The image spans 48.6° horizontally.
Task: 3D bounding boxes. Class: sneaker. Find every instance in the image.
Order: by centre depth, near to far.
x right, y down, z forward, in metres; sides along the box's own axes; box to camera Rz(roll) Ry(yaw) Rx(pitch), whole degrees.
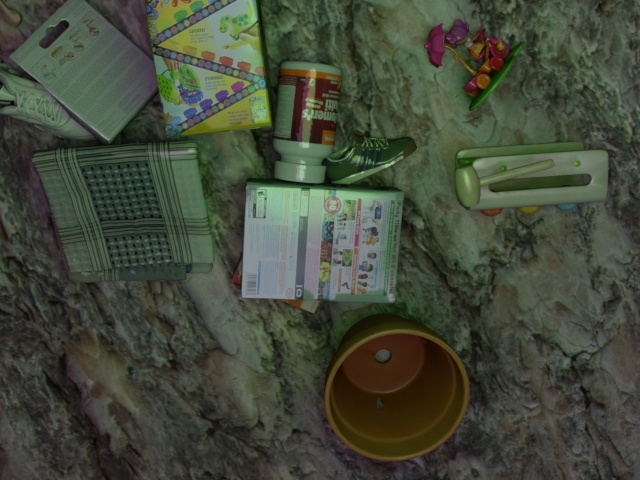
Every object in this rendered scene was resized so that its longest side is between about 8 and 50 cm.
[{"bbox_3d":[-0.539,-0.258,1.330,0.292,0.118,0.110,18,103,-11],"label":"sneaker"},{"bbox_3d":[0.092,-0.179,1.422,0.192,0.064,0.086,-25,111,7],"label":"sneaker"}]

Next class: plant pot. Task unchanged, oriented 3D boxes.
[{"bbox_3d":[0.145,0.281,1.491,0.291,0.203,0.290,-1,107,-4],"label":"plant pot"}]

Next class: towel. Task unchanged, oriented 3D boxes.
[{"bbox_3d":[-0.373,-0.042,1.384,0.312,0.056,0.324,-4,128,-3],"label":"towel"}]

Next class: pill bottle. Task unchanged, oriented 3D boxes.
[{"bbox_3d":[-0.029,-0.226,1.361,0.121,0.121,0.221,5,100,-6],"label":"pill bottle"}]

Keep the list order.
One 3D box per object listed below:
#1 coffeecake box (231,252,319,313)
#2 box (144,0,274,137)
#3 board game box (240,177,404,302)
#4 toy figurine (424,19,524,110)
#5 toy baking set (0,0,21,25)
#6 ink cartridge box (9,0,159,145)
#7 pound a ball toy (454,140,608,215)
[{"bbox_3d":[-0.072,0.048,1.477,0.185,0.068,0.142,22,103,-10],"label":"coffeecake box"},{"bbox_3d":[-0.184,-0.345,1.238,0.177,0.290,0.279,-6,106,-1],"label":"box"},{"bbox_3d":[0.000,0.000,1.388,0.303,0.097,0.224,3,100,-6],"label":"board game box"},{"bbox_3d":[0.284,-0.366,1.369,0.159,0.130,0.173,38,79,-4],"label":"toy figurine"},{"bbox_3d":[-0.617,-0.504,1.299,0.197,0.030,0.256,28,103,-14],"label":"toy baking set"},{"bbox_3d":[-0.424,-0.315,1.317,0.225,0.056,0.181,40,72,-9],"label":"ink cartridge box"},{"bbox_3d":[0.400,-0.106,1.392,0.319,0.208,0.135,-5,106,-3],"label":"pound a ball toy"}]
